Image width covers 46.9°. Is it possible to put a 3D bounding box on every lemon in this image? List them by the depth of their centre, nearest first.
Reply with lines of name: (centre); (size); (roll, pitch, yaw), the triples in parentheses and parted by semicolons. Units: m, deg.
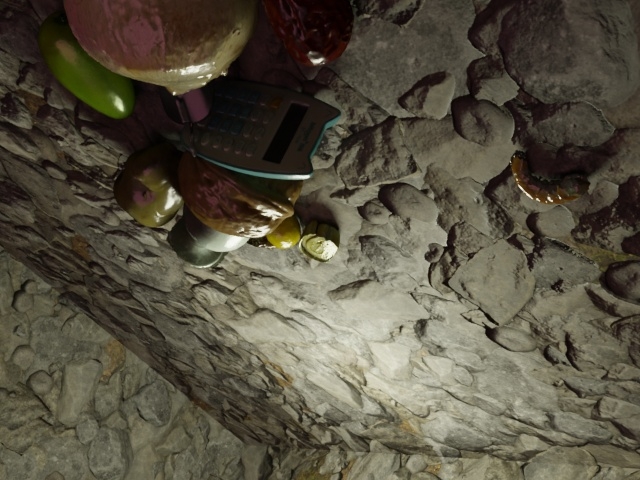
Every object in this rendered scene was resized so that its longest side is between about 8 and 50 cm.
lemon: (-0.114, -0.035, 2.220); (0.109, 0.109, 0.133); (4, 140, 31)

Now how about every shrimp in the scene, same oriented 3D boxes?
shrimp: (0.518, -0.152, 1.680); (0.161, 0.049, 0.166); (-18, 118, 49)

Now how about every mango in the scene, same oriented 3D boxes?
mango: (-0.612, -0.455, 1.964); (0.192, 0.156, 0.343); (4, 141, 33)

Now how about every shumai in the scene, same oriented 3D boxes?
shumai: (-0.173, -0.018, 2.311); (0.123, 0.139, 0.105); (12, 121, -28)

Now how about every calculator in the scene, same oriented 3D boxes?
calculator: (-0.159, -0.274, 1.799); (0.386, 0.256, 0.054); (18, 156, 16)

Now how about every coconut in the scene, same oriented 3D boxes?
coconut: (-0.312, -0.478, 1.498); (0.404, 0.405, 0.405); (19, 146, 13)

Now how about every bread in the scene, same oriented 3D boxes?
bread: (0.000, 0.000, 2.227); (0.117, 0.064, 0.156); (27, 146, -7)

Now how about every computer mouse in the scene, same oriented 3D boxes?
computer mouse: (-0.321, -0.387, 1.734); (0.167, 0.090, 0.380); (-1, 95, 31)

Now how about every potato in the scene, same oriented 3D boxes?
potato: (-0.498, -0.173, 2.225); (0.218, 0.203, 0.351); (25, 141, -16)

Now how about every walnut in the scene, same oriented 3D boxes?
walnut: (-0.206, -0.161, 1.950); (0.332, 0.333, 0.333); (19, 146, 13)

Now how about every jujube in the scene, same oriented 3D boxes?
jujube: (-0.026, -0.479, 1.506); (0.174, 0.174, 0.250); (1, 143, 35)

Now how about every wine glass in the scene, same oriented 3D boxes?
wine glass: (-0.313, -0.063, 2.221); (0.238, 0.238, 0.323); (37, 143, -14)
